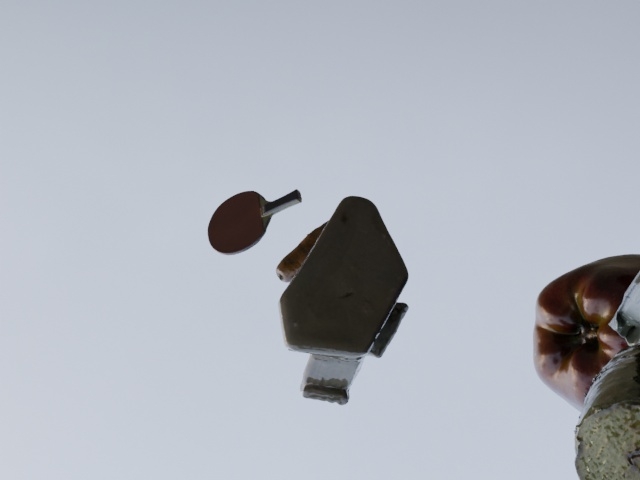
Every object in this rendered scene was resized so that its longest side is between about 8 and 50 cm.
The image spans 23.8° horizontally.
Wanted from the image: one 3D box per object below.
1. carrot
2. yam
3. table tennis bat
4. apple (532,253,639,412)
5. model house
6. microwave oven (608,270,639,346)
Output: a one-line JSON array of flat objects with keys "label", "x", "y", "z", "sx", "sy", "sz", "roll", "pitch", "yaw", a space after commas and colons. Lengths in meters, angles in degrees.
[{"label": "carrot", "x": -0.001, "y": -0.001, "z": 2.126, "sx": 0.165, "sy": 0.035, "sz": 0.035, "roll": -45, "pitch": -151, "yaw": -15}, {"label": "yam", "x": 0.330, "y": 0.188, "z": 1.512, "sx": 0.154, "sy": 0.154, "sz": 0.254, "roll": 7, "pitch": -166, "yaw": 21}, {"label": "table tennis bat", "x": -0.096, "y": -0.034, "z": 2.178, "sx": 0.158, "sy": 0.095, "sz": 0.014, "roll": -24, "pitch": 145, "yaw": 23}, {"label": "apple", "x": 0.492, "y": 0.161, "z": 2.418, "sx": 0.288, "sy": 0.288, "sz": 0.317, "roll": 13, "pitch": -179, "yaw": 44}, {"label": "model house", "x": 0.030, "y": 0.089, "z": 1.815, "sx": 0.122, "sy": 0.188, "sz": 0.229, "roll": 20, "pitch": -123, "yaw": 12}, {"label": "microwave oven", "x": 0.515, "y": 0.027, "z": 1.720, "sx": 0.236, "sy": 0.374, "sz": 0.432, "roll": 34, "pitch": 176, "yaw": 12}]
